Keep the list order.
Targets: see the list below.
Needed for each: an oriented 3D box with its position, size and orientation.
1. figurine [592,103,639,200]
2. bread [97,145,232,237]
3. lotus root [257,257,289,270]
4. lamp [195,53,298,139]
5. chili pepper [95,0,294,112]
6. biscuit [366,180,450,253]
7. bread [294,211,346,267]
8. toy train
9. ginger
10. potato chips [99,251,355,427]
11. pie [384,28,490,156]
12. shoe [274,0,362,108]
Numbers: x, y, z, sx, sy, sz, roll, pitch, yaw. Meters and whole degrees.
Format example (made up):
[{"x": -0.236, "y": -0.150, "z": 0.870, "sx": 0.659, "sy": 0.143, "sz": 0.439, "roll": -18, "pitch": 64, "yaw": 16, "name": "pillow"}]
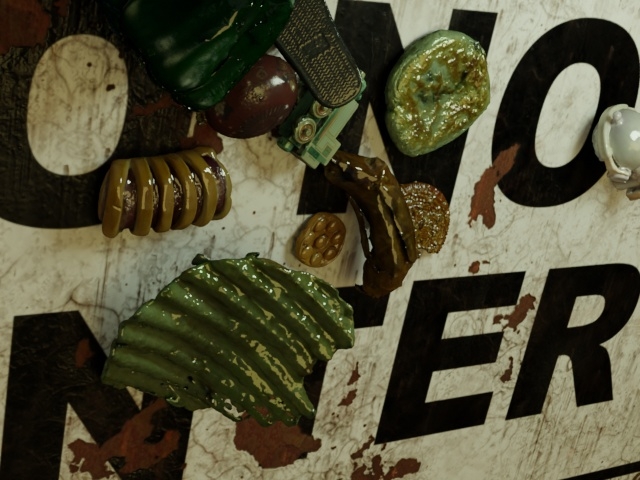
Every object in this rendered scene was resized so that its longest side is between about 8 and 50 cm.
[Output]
[{"x": 0.634, "y": -0.188, "z": 2.244, "sx": 0.236, "sy": 0.141, "sz": 0.163, "roll": 37, "pitch": 63, "yaw": -39, "name": "figurine"}, {"x": -0.243, "y": -0.073, "z": 1.722, "sx": 0.225, "sy": 0.081, "sz": 0.134, "roll": -11, "pitch": 119, "yaw": -29, "name": "bread"}, {"x": -0.072, "y": 0.125, "z": 1.916, "sx": 0.145, "sy": 0.128, "sz": 0.260, "roll": -40, "pitch": 125, "yaw": 12, "name": "lotus root"}, {"x": -0.115, "y": -0.236, "z": 1.695, "sx": 0.156, "sy": 0.135, "sz": 0.157, "roll": -33, "pitch": 164, "yaw": 23, "name": "lamp"}, {"x": -0.171, "y": -0.332, "z": 1.522, "sx": 0.256, "sy": 0.248, "sz": 0.233, "roll": -39, "pitch": 153, "yaw": 6, "name": "chili pepper"}, {"x": 0.184, "y": -0.048, "z": 2.065, "sx": 0.206, "sy": 0.025, "sz": 0.126, "roll": 24, "pitch": 99, "yaw": -40, "name": "biscuit"}, {"x": 0.000, "y": 0.000, "z": 1.965, "sx": 0.110, "sy": 0.024, "sz": 0.110, "roll": -17, "pitch": 124, "yaw": -27, "name": "bread"}, {"x": 0.005, "y": -0.220, "z": 1.819, "sx": 0.194, "sy": 0.080, "sz": 0.125, "roll": -54, "pitch": 142, "yaw": -2, "name": "toy train"}, {"x": 0.100, "y": -0.036, "z": 1.951, "sx": 0.133, "sy": 0.107, "sz": 0.309, "roll": -10, "pitch": 114, "yaw": 9, "name": "ginger"}, {"x": -0.161, "y": 0.183, "z": 1.810, "sx": 0.389, "sy": 0.097, "sz": 0.373, "roll": 17, "pitch": 125, "yaw": -23, "name": "potato chips"}, {"x": 0.211, "y": -0.261, "z": 1.950, "sx": 0.240, "sy": 0.054, "sz": 0.241, "roll": -16, "pitch": 121, "yaw": -29, "name": "pie"}, {"x": -0.021, "y": -0.321, "z": 1.731, "sx": 0.108, "sy": 0.093, "sz": 0.241, "roll": -30, "pitch": 97, "yaw": -1, "name": "shoe"}]
